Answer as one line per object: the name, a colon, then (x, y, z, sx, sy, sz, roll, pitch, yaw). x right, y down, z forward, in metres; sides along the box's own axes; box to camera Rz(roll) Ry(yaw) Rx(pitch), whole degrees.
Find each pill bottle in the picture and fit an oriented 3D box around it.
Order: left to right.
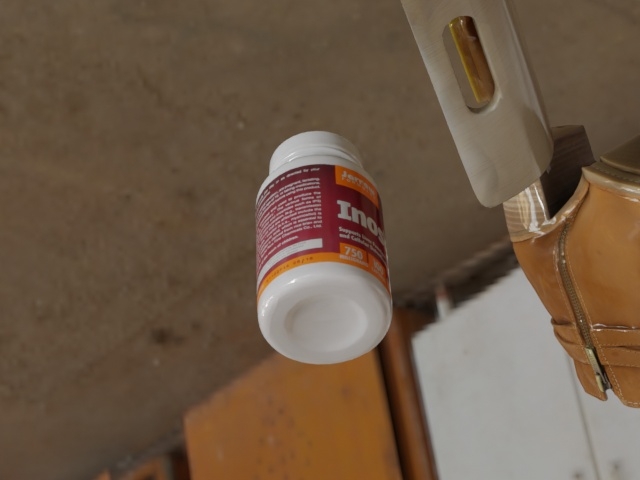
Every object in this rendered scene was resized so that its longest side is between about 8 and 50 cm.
pill bottle: (0.000, 0.000, 1.078, 0.086, 0.152, 0.086, -2, 134, -2)

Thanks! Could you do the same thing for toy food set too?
toy food set: (0.066, -0.194, 1.084, 0.092, 0.306, 0.219, -17, 131, 10)

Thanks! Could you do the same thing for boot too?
boot: (0.239, 0.029, 1.199, 0.109, 0.220, 0.283, -28, -165, -28)
